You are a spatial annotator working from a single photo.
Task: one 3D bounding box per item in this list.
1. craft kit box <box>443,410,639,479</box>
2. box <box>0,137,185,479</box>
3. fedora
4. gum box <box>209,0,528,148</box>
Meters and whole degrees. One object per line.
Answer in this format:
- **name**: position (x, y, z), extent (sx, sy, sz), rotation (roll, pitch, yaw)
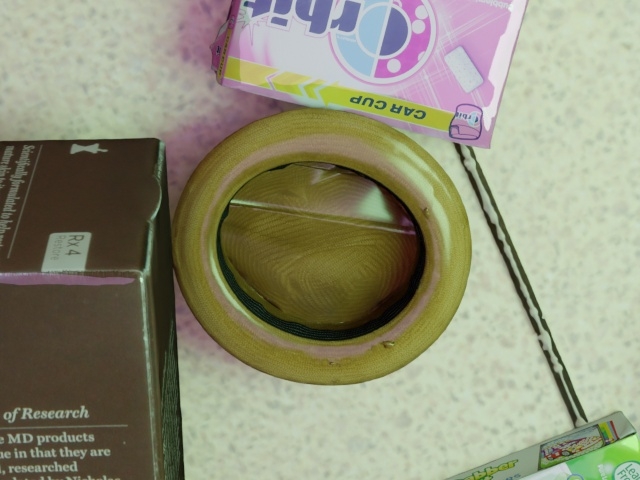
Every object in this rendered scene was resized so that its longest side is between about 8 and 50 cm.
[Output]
- **craft kit box**: position (0.144, 0.278, 1.175), extent (0.246, 0.061, 0.250), rotation (-20, 103, 4)
- **box**: position (-0.153, 0.147, 1.020), extent (0.143, 0.191, 0.381), rotation (0, 115, -2)
- **fedora**: position (0.000, 0.000, 1.092), extent (0.194, 0.079, 0.194), rotation (-1, 102, -3)
- **gum box**: position (0.028, -0.135, 1.073), extent (0.188, 0.062, 0.107), rotation (13, 101, -6)
